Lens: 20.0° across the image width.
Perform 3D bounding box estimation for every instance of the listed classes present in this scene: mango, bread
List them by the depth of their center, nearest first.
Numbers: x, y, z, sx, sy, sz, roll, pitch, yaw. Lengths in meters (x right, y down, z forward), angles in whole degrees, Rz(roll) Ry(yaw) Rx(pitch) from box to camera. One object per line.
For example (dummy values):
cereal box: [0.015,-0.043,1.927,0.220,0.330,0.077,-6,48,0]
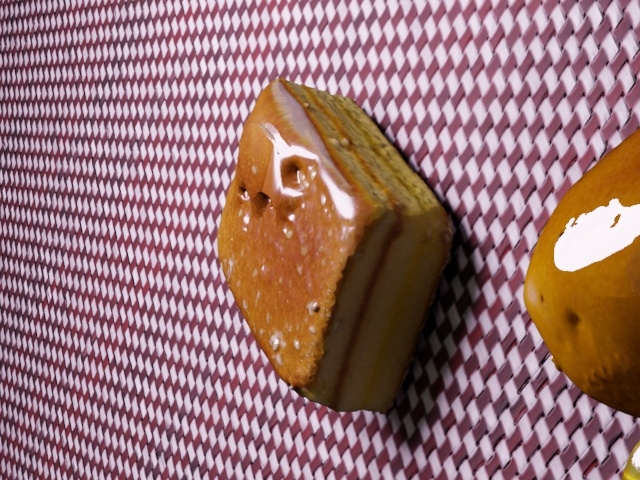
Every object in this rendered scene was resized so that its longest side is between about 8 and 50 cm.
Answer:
mango: [0.230,0.000,0.963,0.287,0.152,0.201,-33,22,42]
bread: [0.000,0.000,1.443,0.234,0.110,0.184,52,130,53]

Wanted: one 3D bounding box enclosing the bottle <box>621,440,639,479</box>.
bottle: [0.266,0.171,0.927,0.286,0.082,0.082,31,111,61]
